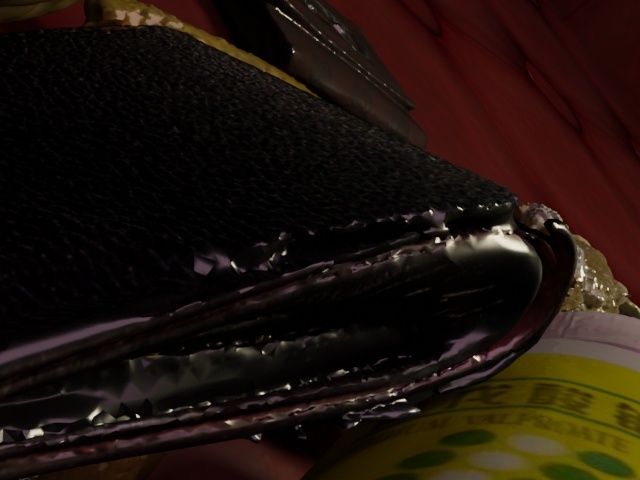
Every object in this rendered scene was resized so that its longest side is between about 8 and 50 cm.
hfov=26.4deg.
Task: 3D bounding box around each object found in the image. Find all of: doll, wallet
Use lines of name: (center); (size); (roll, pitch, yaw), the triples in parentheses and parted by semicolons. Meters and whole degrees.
doll: (0.179, 0.037, 1.067); (0.105, 0.115, 0.221); (49, 18, 27)
wallet: (-0.002, -0.165, 1.135); (0.229, 0.049, 0.182); (28, 26, -52)
wallet: (-0.078, -0.015, 0.435); (0.262, 0.071, 0.221); (-10, 33, -42)

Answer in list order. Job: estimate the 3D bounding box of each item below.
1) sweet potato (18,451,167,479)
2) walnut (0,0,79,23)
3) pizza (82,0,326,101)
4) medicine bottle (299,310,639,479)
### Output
sweet potato: (-0.099, 0.059, 0.456); (0.097, 0.097, 0.251); (49, 24, -4)
walnut: (-0.173, -0.210, 0.479); (0.333, 0.333, 0.333); (43, 20, -21)
pizza: (-0.001, -0.018, 0.746); (0.258, 0.087, 0.268); (20, 32, -36)
medicine bottle: (0.072, 0.152, 0.466); (0.213, 0.213, 0.379); (52, 18, 3)
